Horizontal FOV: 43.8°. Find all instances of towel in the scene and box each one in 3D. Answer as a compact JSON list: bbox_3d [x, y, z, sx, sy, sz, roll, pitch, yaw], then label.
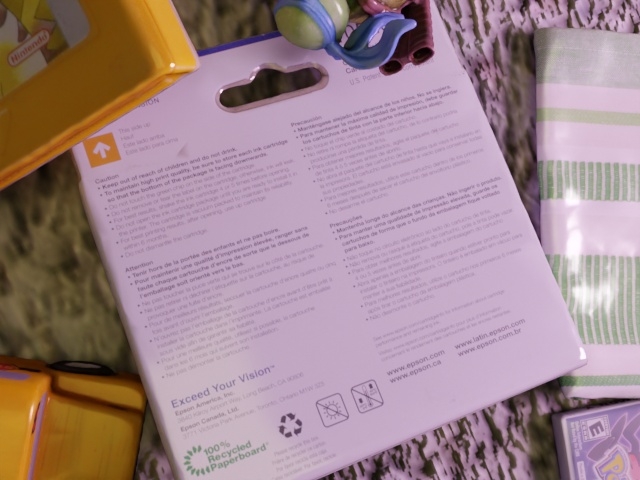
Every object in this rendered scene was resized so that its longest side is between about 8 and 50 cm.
[{"bbox_3d":[0.312,-0.024,0.704,0.248,0.038,0.325,1,84,-9],"label":"towel"}]

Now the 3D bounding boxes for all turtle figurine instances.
[{"bbox_3d":[0.023,-0.279,0.585,0.274,0.198,0.266,40,63,18],"label":"turtle figurine"}]

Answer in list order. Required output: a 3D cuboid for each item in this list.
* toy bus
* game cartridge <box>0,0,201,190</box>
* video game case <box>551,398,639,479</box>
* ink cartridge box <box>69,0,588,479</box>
[{"bbox_3d":[-0.294,0.129,0.553,0.332,0.130,0.108,10,87,-10],"label":"toy bus"},{"bbox_3d":[-0.266,-0.195,0.535,0.285,0.052,0.324,-25,94,25],"label":"game cartridge"},{"bbox_3d":[0.309,0.238,0.712,0.183,0.023,0.201,-9,90,-11],"label":"video game case"},{"bbox_3d":[0.000,0.000,0.620,0.324,0.071,0.330,-18,79,-16],"label":"ink cartridge box"}]
